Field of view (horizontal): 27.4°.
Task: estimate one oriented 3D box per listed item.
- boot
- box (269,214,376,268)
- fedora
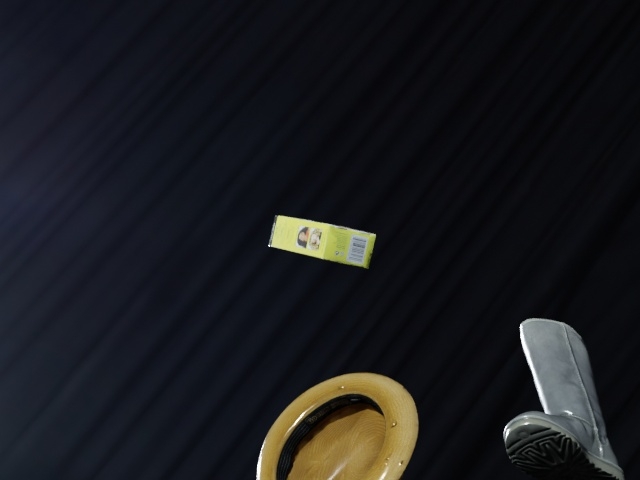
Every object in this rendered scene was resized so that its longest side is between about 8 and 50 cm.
[{"bbox_3d":[0.252,0.164,1.427,0.076,0.209,0.189,-29,133,28],"label":"boot"},{"bbox_3d":[0.000,0.000,2.102,0.087,0.058,0.232,12,179,-24],"label":"box"},{"bbox_3d":[0.027,0.231,1.356,0.194,0.194,0.079,20,157,46],"label":"fedora"}]
